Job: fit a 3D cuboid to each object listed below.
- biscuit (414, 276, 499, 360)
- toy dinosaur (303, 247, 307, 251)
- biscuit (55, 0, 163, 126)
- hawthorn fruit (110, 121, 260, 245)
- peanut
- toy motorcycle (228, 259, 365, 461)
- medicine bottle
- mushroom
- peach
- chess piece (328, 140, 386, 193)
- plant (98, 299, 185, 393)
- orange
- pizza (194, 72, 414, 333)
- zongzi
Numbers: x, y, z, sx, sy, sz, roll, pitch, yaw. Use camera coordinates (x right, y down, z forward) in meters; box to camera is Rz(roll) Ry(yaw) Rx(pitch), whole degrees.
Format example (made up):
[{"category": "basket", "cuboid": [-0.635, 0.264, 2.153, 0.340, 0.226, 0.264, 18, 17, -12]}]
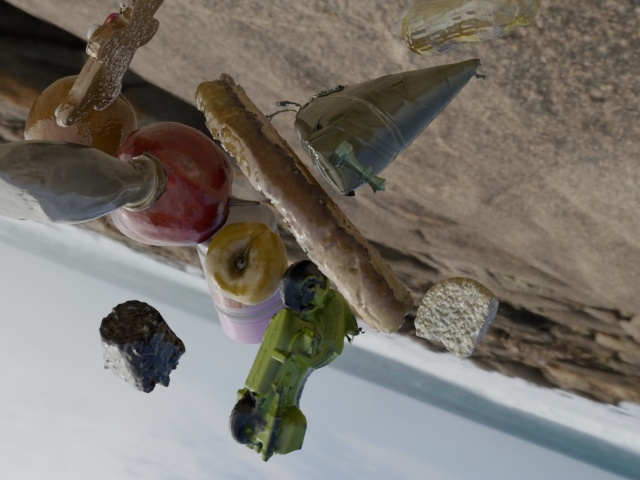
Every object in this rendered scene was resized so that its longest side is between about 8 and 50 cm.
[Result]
[{"category": "biscuit", "cuboid": [0.310, 0.180, 1.649, 0.040, 0.188, 0.265, -6, 165, -37]}, {"category": "toy dinosaur", "cuboid": [0.000, 0.000, 2.008, 0.059, 0.096, 0.132, 48, 161, 14]}, {"category": "biscuit", "cuboid": [-0.373, -0.364, 1.318, 0.047, 0.339, 0.216, 37, -148, -4]}, {"category": "hawthorn fruit", "cuboid": [-0.294, -0.111, 1.580, 0.330, 0.287, 0.287, 12, 173, -12]}, {"category": "peanut", "cuboid": [0.202, -0.312, 1.000, 0.207, 0.087, 0.087, -5, 156, 42]}, {"category": "toy motorcycle", "cuboid": [-0.043, 0.209, 1.269, 0.206, 0.342, 0.142, 24, 176, -38]}, {"category": "medicine bottle", "cuboid": [-0.183, 0.081, 1.790, 0.202, 0.202, 0.316, 15, 132, 31]}, {"category": "mushroom", "cuboid": [-0.373, -0.088, 1.082, 0.128, 0.128, 0.350, 16, -169, 28]}, {"category": "peach", "cuboid": [-0.150, 0.044, 1.492, 0.179, 0.179, 0.103, 18, 174, 15]}, {"category": "chess piece", "cuboid": [0.060, -0.104, 1.061, 0.093, 0.042, 0.042, 39, 171, 4]}, {"category": "plant", "cuboid": [-0.339, 0.211, 1.373, 0.132, 0.129, 0.194, 27, 148, 27]}, {"category": "orange", "cuboid": [-0.555, -0.259, 1.681, 0.264, 0.264, 0.264, 20, 171, 4]}, {"category": "pizza", "cuboid": [-0.040, -0.076, 1.053, 0.392, 0.080, 0.435, 49, -178, -19]}, {"category": "zongzi", "cuboid": [0.107, -0.302, 1.613, 0.181, 0.418, 0.447, 53, -178, -27]}]
